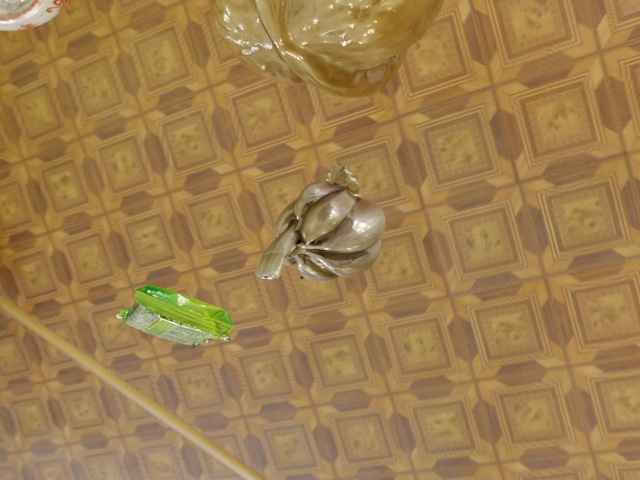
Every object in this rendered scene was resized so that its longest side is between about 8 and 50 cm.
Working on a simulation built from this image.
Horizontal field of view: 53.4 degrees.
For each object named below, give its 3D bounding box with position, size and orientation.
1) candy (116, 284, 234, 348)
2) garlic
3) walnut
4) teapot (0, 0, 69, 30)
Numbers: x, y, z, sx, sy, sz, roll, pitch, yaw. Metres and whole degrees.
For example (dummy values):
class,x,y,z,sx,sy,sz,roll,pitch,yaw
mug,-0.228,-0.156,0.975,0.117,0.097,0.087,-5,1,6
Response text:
class,x,y,z,sx,sy,sz,roll,pitch,yaw
candy,-0.153,0.082,0.658,0.102,0.178,0.032,24,70,-15
garlic,0.000,0.000,0.747,0.131,0.194,0.127,-37,91,34
walnut,0.010,-0.252,0.603,0.224,0.257,0.257,-4,101,35
teapot,-0.317,-0.266,0.582,0.246,0.159,0.116,-17,62,14
